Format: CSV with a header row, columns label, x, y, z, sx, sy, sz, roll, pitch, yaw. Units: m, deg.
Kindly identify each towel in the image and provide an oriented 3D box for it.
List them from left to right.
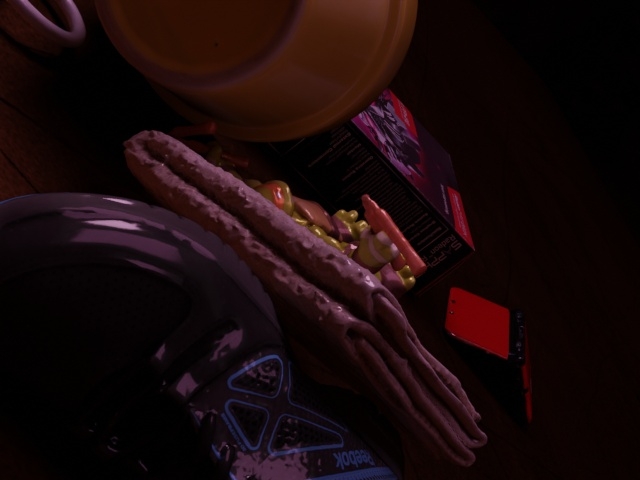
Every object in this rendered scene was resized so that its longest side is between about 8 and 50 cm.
label,x,y,z,sx,sy,sz,roll,pitch,yaw
towel,-0.012,0.031,0.763,0.282,0.049,0.187,36,-12,44

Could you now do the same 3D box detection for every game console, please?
label,x,y,z,sx,sy,sz,roll,pitch,yaw
game console,0.194,0.129,1.317,0.144,0.085,0.124,-63,145,-68

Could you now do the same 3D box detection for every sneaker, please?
label,x,y,z,sx,sy,sz,roll,pitch,yaw
sneaker,-0.057,0.101,0.622,0.341,0.125,0.139,39,25,-31

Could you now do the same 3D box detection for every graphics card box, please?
label,x,y,z,sx,sy,sz,roll,pitch,yaw
graphics card box,0.012,-0.136,1.245,0.371,0.094,0.232,43,21,-23

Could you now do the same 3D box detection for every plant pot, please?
label,x,y,z,sx,sy,sz,roll,pitch,yaw
plant pot,-0.060,-0.202,0.921,0.254,0.254,0.239,53,13,1

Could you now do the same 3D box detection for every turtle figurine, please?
label,x,y,z,sx,sy,sz,roll,pitch,yaw
turtle figurine,0.000,0.000,0.959,0.270,0.087,0.217,26,-2,31

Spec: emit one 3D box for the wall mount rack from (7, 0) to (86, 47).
label,x,y,z,sx,sy,sz,roll,pitch,yaw
wall mount rack,-0.260,-0.301,0.812,0.350,0.130,0.304,50,12,-13
